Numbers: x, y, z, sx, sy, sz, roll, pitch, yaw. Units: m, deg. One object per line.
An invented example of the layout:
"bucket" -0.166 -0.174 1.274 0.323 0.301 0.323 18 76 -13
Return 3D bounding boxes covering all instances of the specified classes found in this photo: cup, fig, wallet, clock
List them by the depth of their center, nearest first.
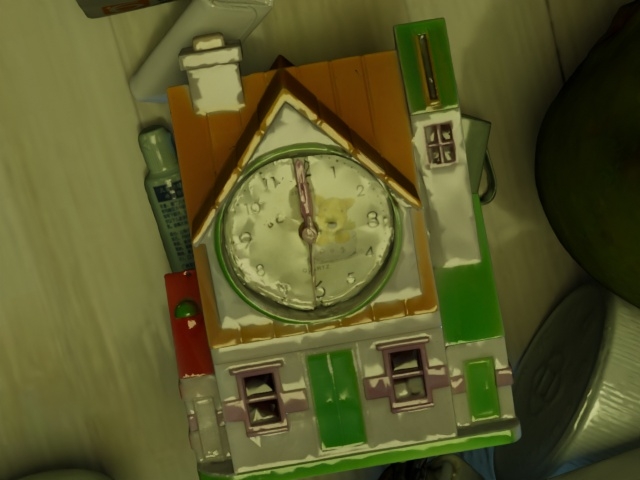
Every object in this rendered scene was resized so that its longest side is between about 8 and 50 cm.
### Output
"fig" 0.326 -0.054 1.008 0.316 0.316 0.316 -2 103 -7
"clock" 0.000 0.000 1.008 0.235 0.166 0.309 -10 105 0
"wallet" -0.088 -0.140 1.034 0.061 0.122 0.025 -4 64 -39
"cup" 0.110 -0.055 1.110 0.075 0.054 0.083 12 99 -9

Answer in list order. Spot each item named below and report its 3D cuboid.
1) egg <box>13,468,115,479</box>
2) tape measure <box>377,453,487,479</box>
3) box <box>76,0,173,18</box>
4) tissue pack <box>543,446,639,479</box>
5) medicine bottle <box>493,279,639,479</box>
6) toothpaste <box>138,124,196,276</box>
"egg" -0.226 0.263 1.088 0.151 0.151 0.209 42 91 -14
"tape measure" 0.080 0.289 1.125 0.231 0.133 0.271 -32 116 31
"box" -0.051 -0.231 0.962 0.274 0.221 0.091 -14 92 -2
"tissue pack" 0.313 0.256 0.943 0.356 0.194 0.266 -20 106 0
"medicine bottle" 0.313 0.180 1.121 0.332 0.190 0.190 28 98 -12
"toothpaste" -0.097 0.012 1.108 0.062 0.037 0.216 -20 109 -3
